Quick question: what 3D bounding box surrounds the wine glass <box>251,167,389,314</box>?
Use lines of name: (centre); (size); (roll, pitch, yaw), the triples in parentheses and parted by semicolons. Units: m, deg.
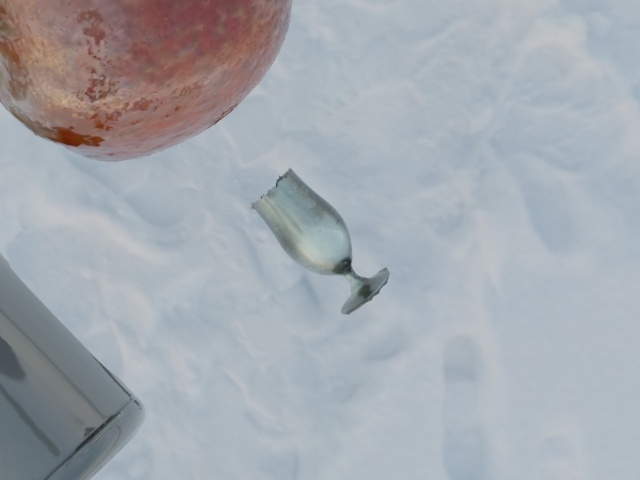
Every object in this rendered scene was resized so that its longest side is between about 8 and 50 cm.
wine glass: (0.000, 0.000, 1.573); (0.103, 0.103, 0.222); (-43, 100, -13)

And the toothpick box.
toothpick box: (-0.333, 0.115, 0.923); (0.229, 0.229, 0.316); (-43, 92, -13)

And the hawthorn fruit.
hawthorn fruit: (-0.124, -0.169, 0.709); (0.263, 0.231, 0.235); (0, 107, 19)
